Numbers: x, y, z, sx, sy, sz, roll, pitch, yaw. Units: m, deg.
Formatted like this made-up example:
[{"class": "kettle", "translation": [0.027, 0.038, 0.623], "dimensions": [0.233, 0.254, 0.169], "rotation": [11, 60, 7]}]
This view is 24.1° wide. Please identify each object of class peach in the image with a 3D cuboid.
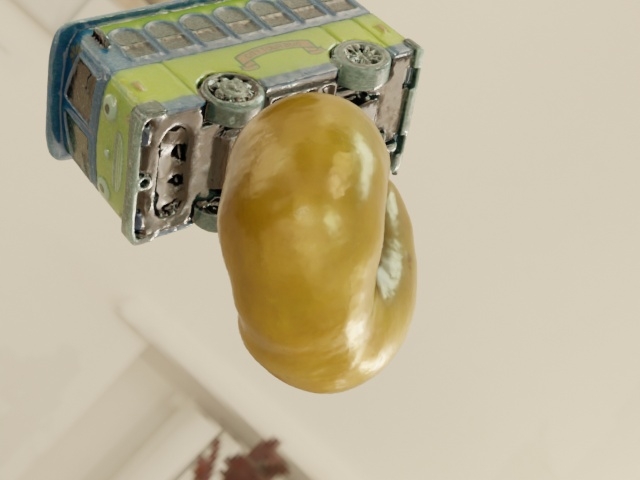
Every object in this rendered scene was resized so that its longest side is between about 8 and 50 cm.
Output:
[{"class": "peach", "translation": [0.000, 0.000, 0.893], "dimensions": [0.179, 0.103, 0.179], "rotation": [-5, 90, -79]}]

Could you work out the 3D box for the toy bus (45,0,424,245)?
[{"class": "toy bus", "translation": [-0.077, -0.127, 1.389], "dimensions": [0.312, 0.152, 0.190], "rotation": [-18, 46, -33]}]
